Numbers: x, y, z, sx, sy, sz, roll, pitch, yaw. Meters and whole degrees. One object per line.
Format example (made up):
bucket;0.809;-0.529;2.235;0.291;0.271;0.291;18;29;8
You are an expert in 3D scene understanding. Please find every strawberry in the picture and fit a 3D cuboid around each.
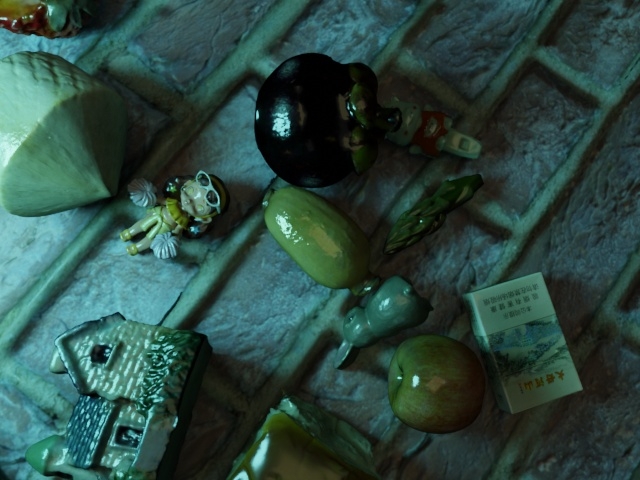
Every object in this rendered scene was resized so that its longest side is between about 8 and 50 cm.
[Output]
strawberry;-0.620;-0.555;1.151;0.336;0.149;0.265;23;86;9

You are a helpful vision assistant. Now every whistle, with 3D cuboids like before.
whistle;0.232;-0.237;1.192;0.253;0.106;0.102;21;120;-2

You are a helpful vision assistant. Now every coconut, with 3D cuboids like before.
coconut;-0.508;-0.183;1.027;0.329;0.329;0.329;1;81;-5

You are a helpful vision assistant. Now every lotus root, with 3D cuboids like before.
lotus root;0.002;-0.002;1.112;0.303;0.131;0.146;43;80;2

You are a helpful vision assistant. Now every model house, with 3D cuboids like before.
model house;-0.370;0.293;0.981;0.284;0.243;0.298;14;68;2

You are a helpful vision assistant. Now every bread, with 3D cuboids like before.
bread;-0.046;0.453;0.986;0.250;0.225;0.279;32;84;2

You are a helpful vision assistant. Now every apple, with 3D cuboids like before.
apple;0.225;0.278;1.060;0.174;0.188;0.188;7;80;-9

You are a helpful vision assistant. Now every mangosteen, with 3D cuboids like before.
mangosteen;0.012;-0.231;1.089;0.287;0.233;0.287;6;54;-9

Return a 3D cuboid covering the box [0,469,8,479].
box;-0.654;0.406;0.852;0.111;0.396;0.396;-38;87;-6

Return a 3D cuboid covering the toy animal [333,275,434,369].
toy animal;0.106;0.161;1.108;0.236;0.138;0.108;-30;64;7

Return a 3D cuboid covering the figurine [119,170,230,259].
figurine;-0.298;-0.051;1.103;0.240;0.116;0.175;-29;82;-3

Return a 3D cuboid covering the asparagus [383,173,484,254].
asparagus;0.233;-0.059;1.173;0.287;0.080;0.080;-41;86;-18

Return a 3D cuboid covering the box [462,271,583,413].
box;0.421;0.212;1.147;0.164;0.069;0.256;-16;82;-7
